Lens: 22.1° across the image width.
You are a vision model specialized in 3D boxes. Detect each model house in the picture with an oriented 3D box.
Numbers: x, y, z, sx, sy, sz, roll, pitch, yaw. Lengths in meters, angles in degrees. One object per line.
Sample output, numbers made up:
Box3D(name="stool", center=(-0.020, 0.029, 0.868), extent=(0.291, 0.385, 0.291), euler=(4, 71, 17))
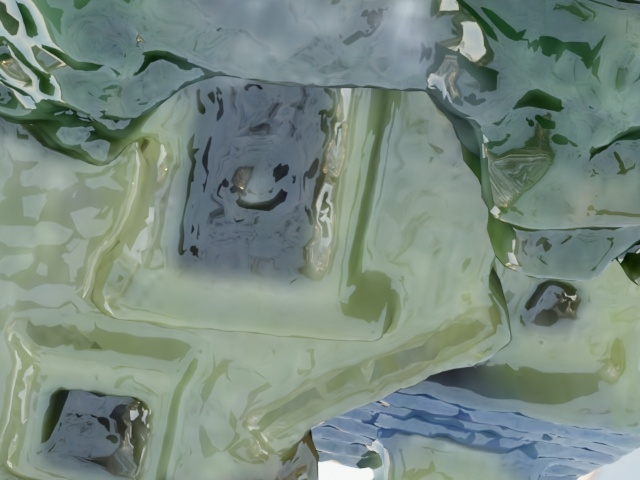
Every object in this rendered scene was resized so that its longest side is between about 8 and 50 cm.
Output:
Box3D(name="model house", center=(0.000, 0.000, 0.529), extent=(0.261, 0.321, 0.266), euler=(-102, 23, -64))
